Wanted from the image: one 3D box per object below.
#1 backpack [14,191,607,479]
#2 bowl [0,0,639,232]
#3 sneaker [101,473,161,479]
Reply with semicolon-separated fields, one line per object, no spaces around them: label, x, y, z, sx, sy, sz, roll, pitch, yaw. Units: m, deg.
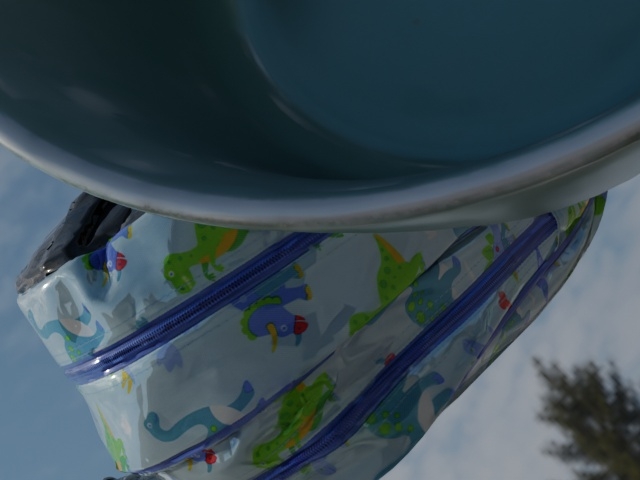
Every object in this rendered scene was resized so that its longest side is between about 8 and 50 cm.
backpack;0.000;0.000;0.862;0.290;0.273;0.355;-23;-5;33
bowl;0.033;-0.127;0.464;0.311;0.311;0.163;-44;-25;0
sneaker;-0.100;0.177;1.041;0.132;0.228;0.086;-54;-49;-38
